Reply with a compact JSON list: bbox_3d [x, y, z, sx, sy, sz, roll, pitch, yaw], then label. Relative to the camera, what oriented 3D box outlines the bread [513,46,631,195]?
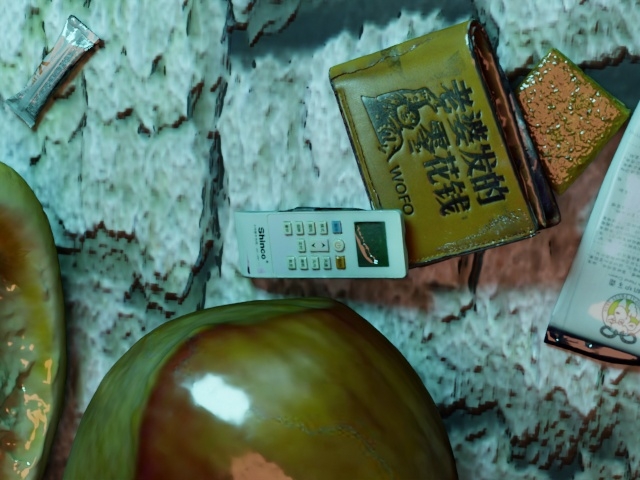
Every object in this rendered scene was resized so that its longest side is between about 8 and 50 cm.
[{"bbox_3d":[0.203,-0.102,1.403,0.090,0.035,0.094,41,105,4],"label":"bread"}]

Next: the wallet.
[{"bbox_3d":[0.102,-0.078,1.405,0.161,0.042,0.195,-16,98,34],"label":"wallet"}]

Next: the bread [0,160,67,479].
[{"bbox_3d":[-0.383,0.120,1.424,0.245,0.329,0.424,8,107,12],"label":"bread"}]

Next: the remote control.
[{"bbox_3d":[0.000,0.000,1.455,0.166,0.029,0.065,-1,102,25],"label":"remote control"}]

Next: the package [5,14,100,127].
[{"bbox_3d":[-0.248,-0.155,1.507,0.037,0.015,0.110,42,104,4],"label":"package"}]

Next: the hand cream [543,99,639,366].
[{"bbox_3d":[0.294,-0.043,1.385,0.121,0.076,0.336,20,110,14],"label":"hand cream"}]

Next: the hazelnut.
[{"bbox_3d":[-0.039,0.216,1.367,0.365,0.366,0.366,2,100,12],"label":"hazelnut"}]
